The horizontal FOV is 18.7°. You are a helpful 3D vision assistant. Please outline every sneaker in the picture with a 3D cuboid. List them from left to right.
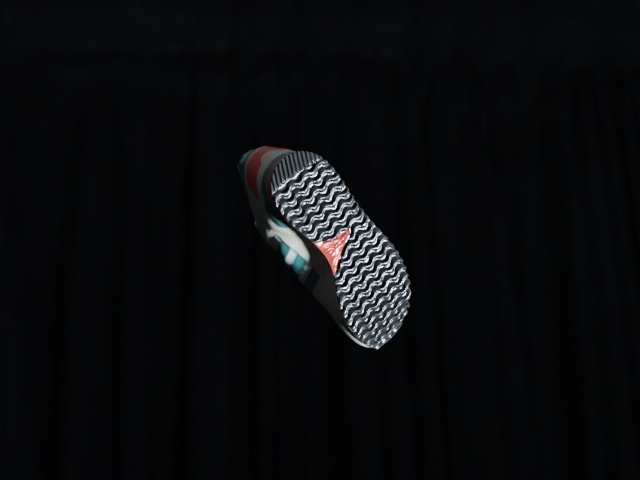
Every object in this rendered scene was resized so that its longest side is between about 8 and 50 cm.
[{"bbox_3d":[0.000,0.000,1.276,0.075,0.057,0.161,24,152,55],"label":"sneaker"}]
